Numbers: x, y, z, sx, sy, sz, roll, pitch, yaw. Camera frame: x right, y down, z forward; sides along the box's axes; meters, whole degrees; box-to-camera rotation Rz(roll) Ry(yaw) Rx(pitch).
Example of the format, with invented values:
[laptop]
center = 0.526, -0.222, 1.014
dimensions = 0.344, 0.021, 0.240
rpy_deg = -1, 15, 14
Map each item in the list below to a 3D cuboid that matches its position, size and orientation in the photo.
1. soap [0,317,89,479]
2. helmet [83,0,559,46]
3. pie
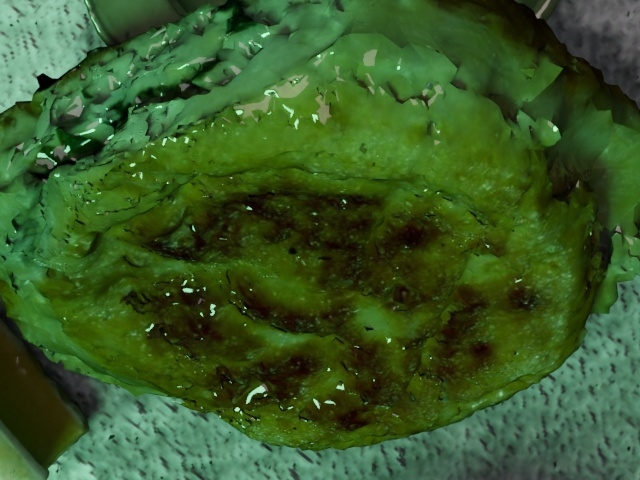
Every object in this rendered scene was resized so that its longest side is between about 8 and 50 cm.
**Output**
[soap]
center = -0.316, 0.088, 0.768
dimensions = 0.259, 0.143, 0.281
rpy_deg = -41, 95, 7
[helmet]
center = -0.010, -0.171, 0.723
dimensions = 0.258, 0.137, 0.204
rpy_deg = 3, 102, -17
[pie]
center = 0.000, 0.000, 0.693
dimensions = 0.355, 0.288, 0.103
rpy_deg = -20, 48, 15
